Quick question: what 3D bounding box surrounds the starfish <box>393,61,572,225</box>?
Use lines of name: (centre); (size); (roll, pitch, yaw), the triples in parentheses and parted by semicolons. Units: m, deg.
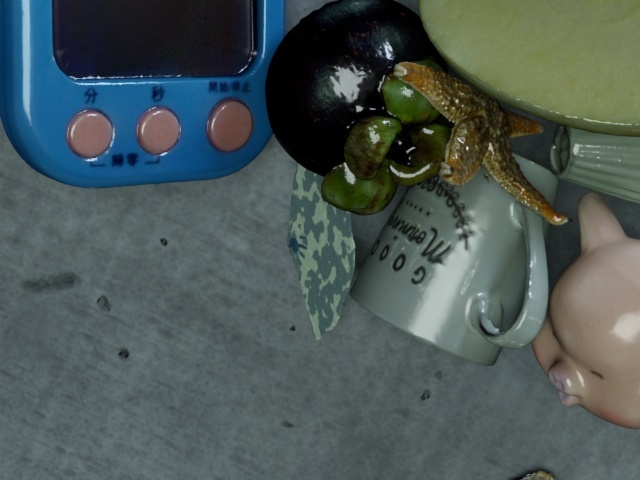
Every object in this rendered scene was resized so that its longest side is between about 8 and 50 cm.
starfish: (0.161, -0.099, 1.415); (0.050, 0.247, 0.138); (-32, 56, 38)

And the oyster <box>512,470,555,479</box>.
oyster: (0.257, 0.315, 1.695); (0.083, 0.019, 0.054); (-24, 99, 9)

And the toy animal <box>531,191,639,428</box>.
toy animal: (0.389, 0.088, 1.495); (0.326, 0.237, 0.269); (-28, 132, -16)

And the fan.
fan: (0.000, 0.000, 1.628); (0.009, 0.131, 0.240); (-3, 88, -35)

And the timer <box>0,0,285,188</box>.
timer: (-0.197, -0.219, 1.523); (0.340, 0.115, 0.309); (-7, 104, -35)

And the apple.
apple: (0.296, -0.282, 1.424); (0.360, 0.320, 0.312); (7, 116, 12)

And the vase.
vase: (0.376, -0.094, 1.515); (0.248, 0.128, 0.128); (4, 102, -14)

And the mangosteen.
mangosteen: (0.047, -0.155, 1.516); (0.243, 0.243, 0.243); (1, 101, 7)

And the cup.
cup: (0.183, 0.014, 1.533); (0.186, 0.258, 0.234); (21, 99, -34)
